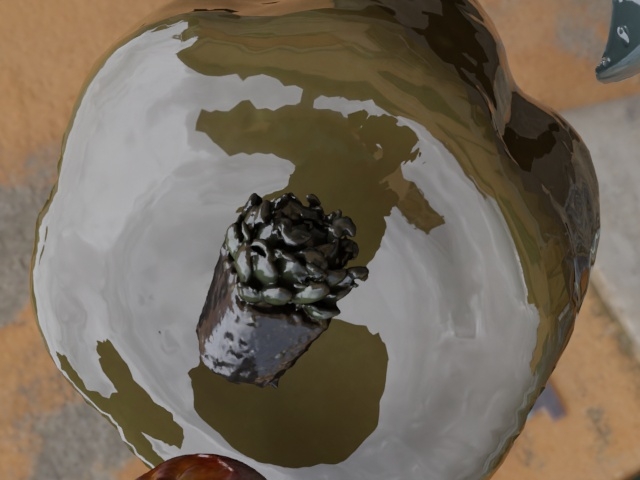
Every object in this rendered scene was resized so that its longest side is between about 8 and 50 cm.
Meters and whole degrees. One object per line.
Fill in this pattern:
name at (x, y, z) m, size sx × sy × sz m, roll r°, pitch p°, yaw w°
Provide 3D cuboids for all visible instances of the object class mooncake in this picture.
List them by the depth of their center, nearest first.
mooncake at (0.000, 0.000, 1.107) m, size 0.467 × 0.467 × 0.262 m, roll 67°, pitch -160°, yaw -15°

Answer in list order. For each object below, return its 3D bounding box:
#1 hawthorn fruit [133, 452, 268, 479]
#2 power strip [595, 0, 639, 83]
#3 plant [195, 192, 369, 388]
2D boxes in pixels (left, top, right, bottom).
hawthorn fruit at (-0.088, 0.247, 0.955) m, size 0.173 × 0.173 × 0.173 m, roll 59°, pitch 167°, yaw 22°
power strip at (0.247, -0.274, 1.126) m, size 0.167 × 0.054 × 0.253 m, roll -41°, pitch 61°, yaw 38°
plant at (-0.028, 0.031, 0.882) m, size 0.092 × 0.094 × 0.143 m, roll -97°, pitch 27°, yaw -49°
